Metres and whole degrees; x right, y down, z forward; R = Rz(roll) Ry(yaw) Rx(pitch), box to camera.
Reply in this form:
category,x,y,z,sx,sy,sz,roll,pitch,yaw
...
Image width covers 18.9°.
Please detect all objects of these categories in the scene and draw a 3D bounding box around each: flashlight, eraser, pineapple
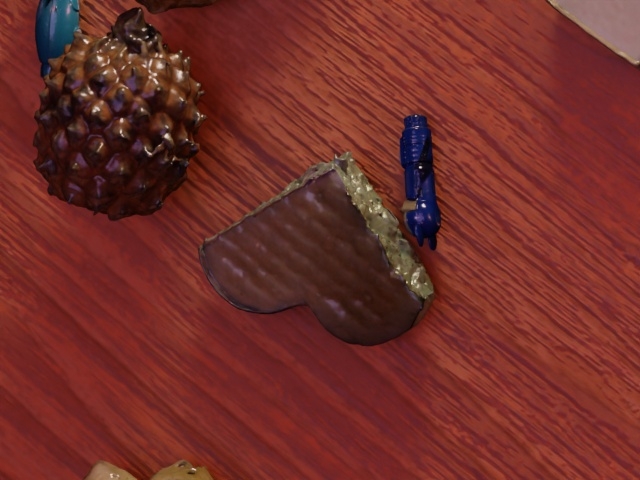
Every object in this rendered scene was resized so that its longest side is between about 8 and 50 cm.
category,x,y,z,sx,sy,sz,roll,pitch,yaw
flashlight,0.086,-0.052,1.722,0.035,0.057,0.121,-8,81,21
eraser,0.284,-0.242,1.629,0.117,0.058,0.172,38,105,14
pineapple,-0.180,-0.120,1.749,0.166,0.166,0.193,17,112,19
flashlight,-0.252,-0.218,1.836,0.051,0.051,0.129,11,102,19

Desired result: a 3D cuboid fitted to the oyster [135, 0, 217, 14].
category,x,y,z,sx,sy,sz,roll,pitch,yaw
oyster,-0.092,-0.300,1.755,0.161,0.107,0.232,38,86,19

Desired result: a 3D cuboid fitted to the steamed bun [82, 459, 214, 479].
category,x,y,z,sx,sy,sz,roll,pitch,yaw
steamed bun,-0.161,0.294,1.804,0.177,0.106,0.192,-24,72,6

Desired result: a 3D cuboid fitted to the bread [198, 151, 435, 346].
category,x,y,z,sx,sy,sz,roll,pitch,yaw
bread,0.000,0.000,1.739,0.232,0.064,0.172,14,112,21
